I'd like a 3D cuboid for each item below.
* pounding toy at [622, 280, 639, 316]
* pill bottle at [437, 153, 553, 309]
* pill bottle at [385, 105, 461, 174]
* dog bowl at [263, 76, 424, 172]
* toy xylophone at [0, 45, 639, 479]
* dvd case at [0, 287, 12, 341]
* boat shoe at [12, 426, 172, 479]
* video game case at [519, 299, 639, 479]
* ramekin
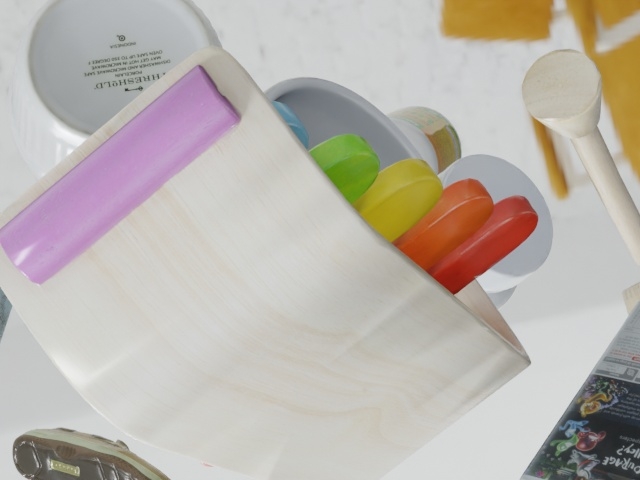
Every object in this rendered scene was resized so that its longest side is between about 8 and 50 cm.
[{"bbox_3d":[0.388,0.135,1.511,0.094,0.181,0.206,120,137,-76],"label":"pounding toy"},{"bbox_3d":[0.110,0.030,1.532,0.283,0.160,0.160,-42,55,52],"label":"pill bottle"},{"bbox_3d":[0.106,-0.108,2.016,0.245,0.136,0.136,-33,-68,-69],"label":"pill bottle"},{"bbox_3d":[0.000,0.000,1.240,0.265,0.104,0.265,29,-133,-36],"label":"dog bowl"},{"bbox_3d":[0.020,0.019,0.614,0.081,0.236,0.323,56,-179,26],"label":"toy xylophone"},{"bbox_3d":[-0.230,0.074,0.880,0.087,0.013,0.119,13,-84,-64],"label":"dvd case"},{"bbox_3d":[-0.206,0.217,1.408,0.072,0.190,0.068,-25,-52,-55],"label":"boat shoe"},{"bbox_3d":[0.243,0.113,0.898,0.190,0.173,0.022,10,139,42],"label":"video game case"},{"bbox_3d":[-0.227,-0.180,1.663,0.127,0.272,0.273,105,154,-67],"label":"ramekin"}]
